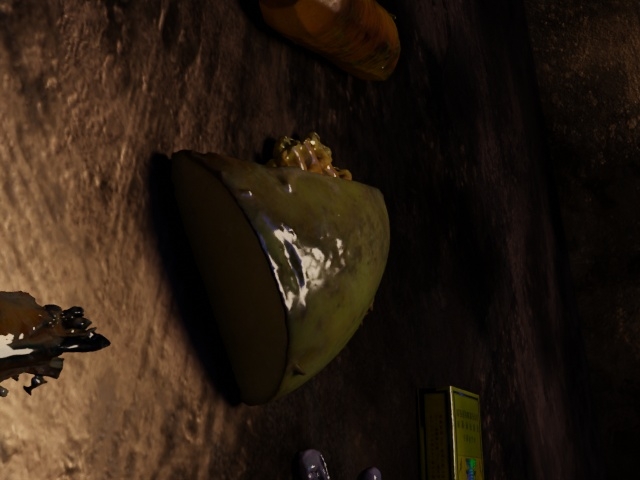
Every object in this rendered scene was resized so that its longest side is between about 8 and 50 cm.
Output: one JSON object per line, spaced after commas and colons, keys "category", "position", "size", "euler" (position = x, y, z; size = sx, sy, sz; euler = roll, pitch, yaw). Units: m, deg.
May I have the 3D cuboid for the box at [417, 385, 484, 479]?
{"category": "box", "position": [0.205, 0.344, 1.349], "size": [0.141, 0.064, 0.220], "euler": [29, 55, -59]}

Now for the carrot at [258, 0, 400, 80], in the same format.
{"category": "carrot", "position": [0.021, -0.286, 1.119], "size": [0.302, 0.114, 0.114], "euler": [9, 74, -64]}

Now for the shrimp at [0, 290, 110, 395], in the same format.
{"category": "shrimp", "position": [-0.200, 0.098, 0.470], "size": [0.219, 0.046, 0.152], "euler": [-5, 104, -60]}

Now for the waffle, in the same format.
{"category": "waffle", "position": [0.000, -0.013, 1.062], "size": [0.238, 0.058, 0.243], "euler": [31, 53, -53]}

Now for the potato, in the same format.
{"category": "potato", "position": [0.000, 0.000, 0.905], "size": [0.255, 0.112, 0.269], "euler": [-30, 112, -45]}

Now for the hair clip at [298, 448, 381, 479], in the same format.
{"category": "hair clip", "position": [0.025, 0.369, 0.941], "size": [0.137, 0.090, 0.278], "euler": [-1, 83, -55]}

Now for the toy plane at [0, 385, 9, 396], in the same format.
{"category": "toy plane", "position": [-0.275, 0.021, 0.443], "size": [0.286, 0.092, 0.108], "euler": [33, 74, -57]}
